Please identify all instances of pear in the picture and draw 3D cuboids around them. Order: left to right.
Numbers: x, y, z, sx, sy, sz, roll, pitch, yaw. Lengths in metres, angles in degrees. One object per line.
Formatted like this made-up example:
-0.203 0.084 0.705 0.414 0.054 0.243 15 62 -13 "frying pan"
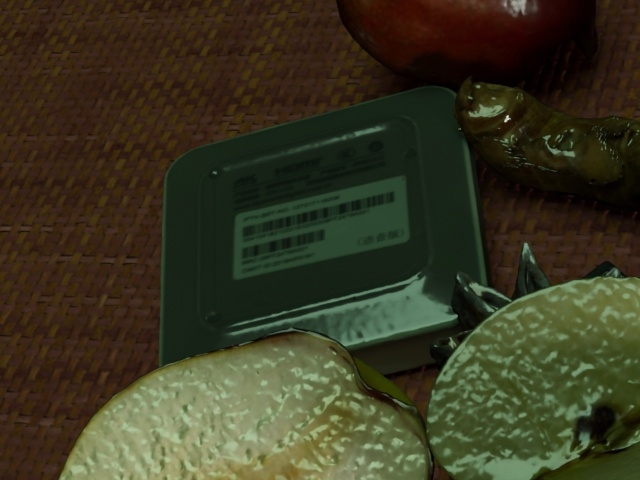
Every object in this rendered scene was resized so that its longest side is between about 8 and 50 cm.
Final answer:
-0.063 0.274 1.632 0.386 0.191 0.340 -45 77 -3 "pear"

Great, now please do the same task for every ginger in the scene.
0.285 -0.095 1.908 0.309 0.133 0.107 20 76 30 "ginger"

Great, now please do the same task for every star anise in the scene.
0.218 0.126 1.739 0.223 0.109 0.236 20 51 5 "star anise"

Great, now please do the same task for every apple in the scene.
0.251 0.197 1.517 0.258 0.233 0.295 -28 42 -9 "apple"

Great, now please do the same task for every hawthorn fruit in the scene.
0.165 -0.318 2.055 0.311 0.295 0.295 14 57 34 "hawthorn fruit"

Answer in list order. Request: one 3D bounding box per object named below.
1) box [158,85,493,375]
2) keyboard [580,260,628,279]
0.000 0.000 1.970 0.367 0.090 0.373 -14 46 10 "box"
0.331 0.092 1.791 0.061 0.013 0.204 -35 45 -9 "keyboard"
